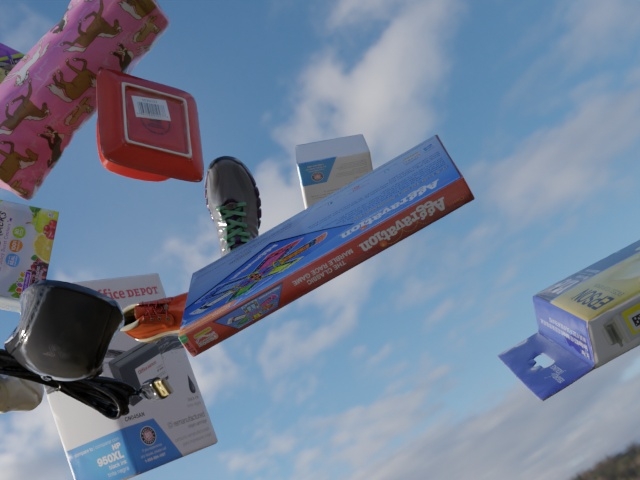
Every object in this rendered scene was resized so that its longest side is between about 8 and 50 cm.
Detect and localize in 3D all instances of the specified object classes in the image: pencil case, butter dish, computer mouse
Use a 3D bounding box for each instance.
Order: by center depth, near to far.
[{"bbox_3d":[-0.224,0.126,0.926,0.184,0.060,0.262,23,-31,-19],"label":"computer mouse"},{"bbox_3d":[-0.260,-0.142,1.359,0.160,0.160,0.118,11,-32,-35],"label":"butter dish"},{"bbox_3d":[-0.399,-0.244,1.460,0.386,0.160,0.167,-54,-2,-6],"label":"pencil case"}]

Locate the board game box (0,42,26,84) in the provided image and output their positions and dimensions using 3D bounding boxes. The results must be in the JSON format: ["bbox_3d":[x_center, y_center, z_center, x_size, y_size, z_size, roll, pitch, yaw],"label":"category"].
[{"bbox_3d":[-0.639,-0.278,1.696,0.056,0.346,0.208,-35,32,63],"label":"board game box"}]

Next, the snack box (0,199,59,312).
[{"bbox_3d":[-0.613,0.027,1.843,0.174,0.207,0.070,13,-34,-17],"label":"snack box"}]

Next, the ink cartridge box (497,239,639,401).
[{"bbox_3d":[0.367,0.073,1.192,0.307,0.072,0.303,-27,2,2],"label":"ink cartridge box"}]

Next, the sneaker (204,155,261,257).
[{"bbox_3d":[-0.119,-0.013,1.426,0.083,0.098,0.224,-13,-65,-8],"label":"sneaker"}]

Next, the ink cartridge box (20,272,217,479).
[{"bbox_3d":[-0.409,0.280,1.951,0.166,0.395,0.285,-25,-9,25],"label":"ink cartridge box"}]

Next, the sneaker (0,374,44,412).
[{"bbox_3d":[-0.372,0.167,1.004,0.080,0.094,0.212,-10,-26,17],"label":"sneaker"}]

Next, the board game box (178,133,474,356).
[{"bbox_3d":[0.000,0.000,0.873,0.281,0.027,0.145,-29,18,9],"label":"board game box"}]

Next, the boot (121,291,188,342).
[{"bbox_3d":[-0.256,0.119,1.541,0.157,0.059,0.084,-25,-30,19],"label":"boot"}]

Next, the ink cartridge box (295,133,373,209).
[{"bbox_3d":[0.025,-0.049,1.206,0.092,0.143,0.090,-10,21,0],"label":"ink cartridge box"}]
